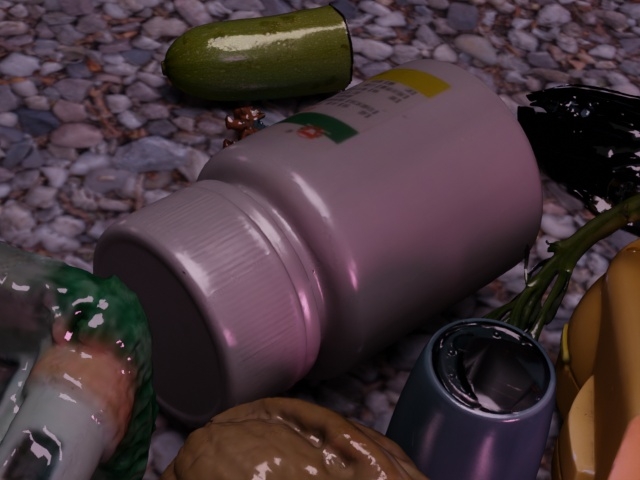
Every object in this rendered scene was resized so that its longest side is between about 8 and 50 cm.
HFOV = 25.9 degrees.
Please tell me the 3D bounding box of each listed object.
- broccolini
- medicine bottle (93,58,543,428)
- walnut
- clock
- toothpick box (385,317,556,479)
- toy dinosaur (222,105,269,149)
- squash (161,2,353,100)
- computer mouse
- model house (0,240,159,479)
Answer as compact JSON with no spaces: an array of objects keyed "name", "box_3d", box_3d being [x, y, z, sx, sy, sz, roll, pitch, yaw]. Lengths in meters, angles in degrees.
[{"name":"broccolini","box_3d":[0.195,0.046,1.106,0.062,0.271,0.123,24,38,-32]},{"name":"medicine bottle","box_3d":[0.000,0.000,1.142,0.340,0.208,0.208,-28,56,-33]},{"name":"walnut","box_3d":[-0.005,0.210,0.945,0.198,0.198,0.245,-29,56,-33]},{"name":"clock","box_3d":[0.313,0.123,1.107,0.244,0.200,0.317,13,36,-1]},{"name":"toothpick box","box_3d":[0.108,0.148,1.030,0.120,0.184,0.120,6,45,-6]},{"name":"toy dinosaur","box_3d":[-0.063,-0.084,1.331,0.055,0.049,0.154,-2,40,-17]},{"name":"squash","box_3d":[-0.066,-0.182,1.407,0.188,0.095,0.095,-11,48,-16]},{"name":"computer mouse","box_3d":[0.308,-0.092,1.390,0.242,0.077,0.146,28,45,18]},{"name":"model house","box_3d":[-0.265,0.156,0.755,0.267,0.194,0.325,19,47,5]}]
